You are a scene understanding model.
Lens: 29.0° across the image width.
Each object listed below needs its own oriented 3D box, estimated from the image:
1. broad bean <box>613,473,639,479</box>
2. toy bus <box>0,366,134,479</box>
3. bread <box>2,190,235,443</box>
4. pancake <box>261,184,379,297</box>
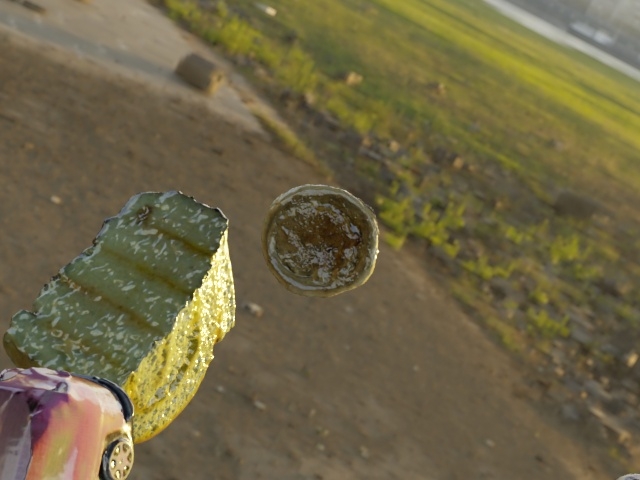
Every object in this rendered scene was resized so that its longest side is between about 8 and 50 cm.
[{"bbox_3d":[0.249,0.283,1.091,0.084,0.165,0.114,39,23,3],"label":"broad bean"},{"bbox_3d":[-0.251,0.253,1.020,0.128,0.302,0.147,5,-12,27],"label":"toy bus"},{"bbox_3d":[-0.292,0.138,2.039,0.239,0.395,0.264,26,-27,27],"label":"bread"},{"bbox_3d":[0.000,-0.001,1.524,0.152,0.151,0.025,28,10,1],"label":"pancake"}]
